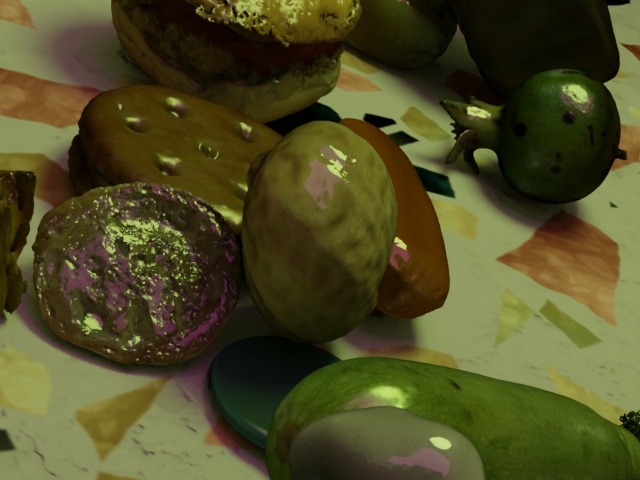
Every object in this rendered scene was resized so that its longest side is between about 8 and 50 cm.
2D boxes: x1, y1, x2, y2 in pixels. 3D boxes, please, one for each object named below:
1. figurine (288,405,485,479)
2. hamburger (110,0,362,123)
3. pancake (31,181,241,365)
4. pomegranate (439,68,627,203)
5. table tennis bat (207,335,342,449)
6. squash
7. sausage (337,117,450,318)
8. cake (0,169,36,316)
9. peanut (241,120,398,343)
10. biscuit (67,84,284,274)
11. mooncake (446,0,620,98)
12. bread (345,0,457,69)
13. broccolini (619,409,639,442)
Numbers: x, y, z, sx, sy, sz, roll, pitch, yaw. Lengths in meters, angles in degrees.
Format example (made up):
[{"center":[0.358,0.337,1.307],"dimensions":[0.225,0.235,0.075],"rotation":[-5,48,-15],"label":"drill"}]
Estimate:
[{"center":[-0.061,0.235,0.475],"dimensions":[0.365,0.218,0.206],"rotation":[-36,100,-54],"label":"figurine"},{"center":[-0.086,-0.215,1.221],"dimensions":[0.244,0.163,0.244],"rotation":[16,39,-13],"label":"hamburger"},{"center":[-0.129,0.020,0.894],"dimensions":[0.152,0.025,0.151],"rotation":[7,63,-13],"label":"pancake"},{"center":[0.218,-0.100,1.287],"dimensions":[0.169,0.148,0.148],"rotation":[-8,22,22],"label":"pomegranate"},{"center":[-0.014,0.126,0.849],"dimensions":[0.124,0.033,0.201],"rotation":[13,29,-14],"label":"table tennis bat"},{"center":[0.114,0.146,0.808],"dimensions":[0.370,0.118,0.118],"rotation":[16,27,-44],"label":"squash"},{"center":[0.051,-0.019,1.066],"dimensions":[0.098,0.098,0.238],"rotation":[13,30,-18],"label":"sausage"},{"center":[-0.272,-0.027,0.839],"dimensions":[0.185,0.116,0.080],"rotation":[39,35,16],"label":"cake"},{"center":[0.000,0.000,0.911],"dimensions":[0.109,0.159,0.140],"rotation":[17,51,26],"label":"peanut"},{"center":[-0.097,-0.054,1.042],"dimensions":[0.220,0.066,0.220],"rotation":[18,30,-11],"label":"biscuit"},{"center":[0.227,-0.297,1.452],"dimensions":[0.290,0.161,0.290],"rotation":[-19,90,-73],"label":"mooncake"},{"center":[0.088,-0.246,1.456],"dimensions":[0.156,0.103,0.110],"rotation":[0,48,-36],"label":"bread"},{"center":[0.299,0.126,1.039],"dimensions":[0.067,0.058,0.216],"rotation":[31,30,18],"label":"broccolini"}]
